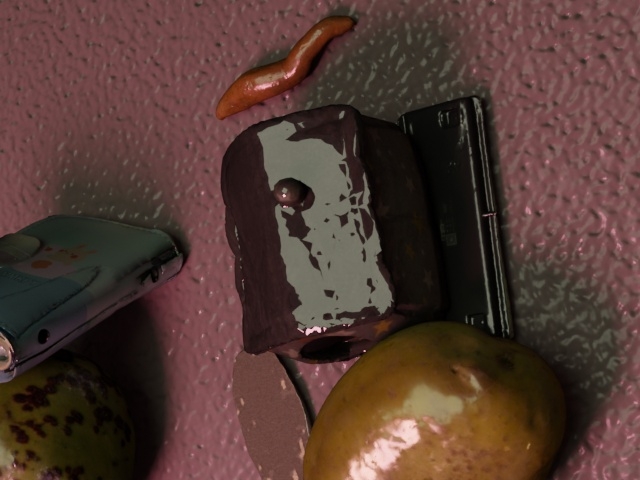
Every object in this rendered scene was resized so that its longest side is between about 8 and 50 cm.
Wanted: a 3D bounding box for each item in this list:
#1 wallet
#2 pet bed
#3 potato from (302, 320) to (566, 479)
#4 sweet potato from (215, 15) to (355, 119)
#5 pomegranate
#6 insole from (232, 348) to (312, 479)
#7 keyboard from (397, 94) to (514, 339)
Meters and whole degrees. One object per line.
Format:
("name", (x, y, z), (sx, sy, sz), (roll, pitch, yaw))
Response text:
("wallet", (-0.279, 0.049, 1.499), (0.176, 0.250, 0.075), (11, 117, 33))
("pet bed", (0.000, 0.000, 1.360), (0.183, 0.159, 0.211), (-19, 74, 39))
("potato", (0.097, 0.174, 1.301), (0.197, 0.148, 0.228), (30, 114, 17))
("sweet potato", (-0.039, -0.166, 1.490), (0.179, 0.044, 0.044), (-33, 69, 27))
("pomegranate", (-0.314, 0.208, 1.500), (0.254, 0.270, 0.254), (-12, 52, 16))
("insole", (-0.032, 0.218, 1.461), (0.081, 0.011, 0.248), (-25, 74, 31))
("keyboard", (0.124, -0.015, 1.378), (0.093, 0.025, 0.230), (-12, 79, 33))
